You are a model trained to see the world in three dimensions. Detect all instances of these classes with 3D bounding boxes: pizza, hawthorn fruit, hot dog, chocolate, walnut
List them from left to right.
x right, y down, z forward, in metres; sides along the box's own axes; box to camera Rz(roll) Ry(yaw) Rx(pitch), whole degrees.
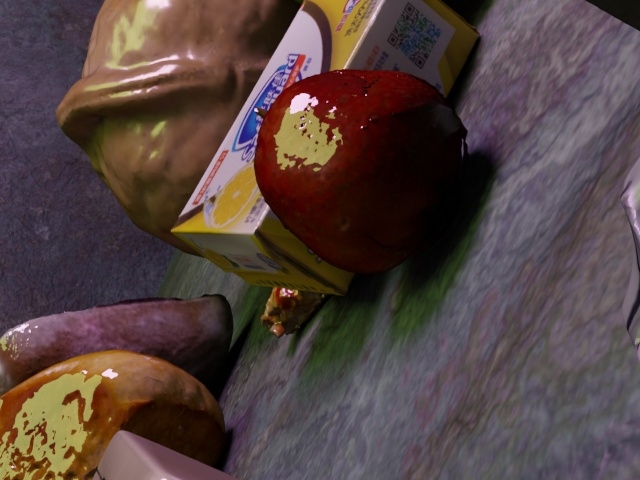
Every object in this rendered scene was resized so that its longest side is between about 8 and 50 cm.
[{"bbox_3d":[-0.276,0.298,1.168,0.223,0.185,0.405,16,79,38],"label":"hot dog"},{"bbox_3d":[-0.243,0.162,1.338,0.100,0.303,0.185,55,140,37],"label":"chocolate"},{"bbox_3d":[-0.122,-0.158,1.285,0.381,0.381,0.381,-60,12,21],"label":"walnut"},{"bbox_3d":[0.000,0.000,1.046,0.188,0.062,0.199,-69,14,-11],"label":"pizza"},{"bbox_3d":[0.019,-0.058,0.805,0.148,0.172,0.148,-54,-20,-29],"label":"hawthorn fruit"}]

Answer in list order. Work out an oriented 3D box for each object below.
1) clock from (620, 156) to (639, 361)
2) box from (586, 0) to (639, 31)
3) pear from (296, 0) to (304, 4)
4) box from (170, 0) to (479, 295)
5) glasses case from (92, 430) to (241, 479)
[{"bbox_3d":[0.164,-0.023,0.259,0.253,0.083,0.186,-59,13,25],"label":"clock"},{"bbox_3d":[0.170,-0.200,0.451,0.155,0.149,0.231,-53,16,48],"label":"box"},{"bbox_3d":[0.076,-0.309,1.061,0.292,0.159,0.292,-22,30,13],"label":"pear"},{"bbox_3d":[0.002,-0.090,0.962,0.168,0.097,0.265,5,62,60],"label":"box"},{"bbox_3d":[-0.082,0.201,0.771,0.076,0.144,0.336,-66,10,-11],"label":"glasses case"}]
